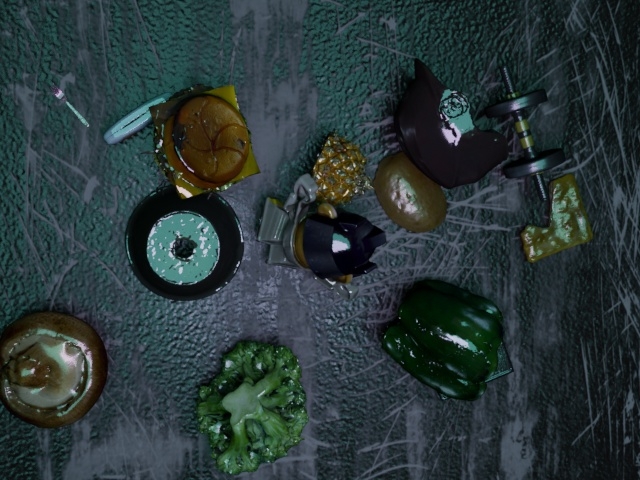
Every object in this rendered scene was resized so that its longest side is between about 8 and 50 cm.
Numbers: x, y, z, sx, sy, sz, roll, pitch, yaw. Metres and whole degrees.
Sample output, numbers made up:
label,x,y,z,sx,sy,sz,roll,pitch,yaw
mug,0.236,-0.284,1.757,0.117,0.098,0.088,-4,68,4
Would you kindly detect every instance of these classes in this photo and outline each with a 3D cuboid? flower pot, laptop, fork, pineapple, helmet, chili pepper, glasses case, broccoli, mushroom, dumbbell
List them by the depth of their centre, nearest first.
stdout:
label,x,y,z,sx,sy,sz,roll,pitch,yaw
mushroom,-0.578,0.272,1.731,0.253,0.153,0.253,-1,95,-6
flower pot,-0.294,0.012,1.750,0.268,0.166,0.269,-1,97,-9
glasses case,-0.394,-0.266,1.759,0.178,0.067,0.045,-34,99,-5
fork,-0.546,-0.293,1.764,0.016,0.012,0.115,-42,104,1
broccoli,-0.152,0.365,1.768,0.265,0.245,0.295,17,67,9
pineapple,0.058,-0.141,1.779,0.136,0.161,0.176,20,48,9
helmet,0.261,-0.239,1.791,0.305,0.225,0.177,42,98,-4
chili pepper,0.279,0.217,1.818,0.256,0.248,0.233,26,100,5
dumbbell,0.469,-0.245,1.855,0.143,0.143,0.326,-20,97,-7
laptop,0.358,0.291,1.946,0.197,0.016,0.135,-22,96,-7

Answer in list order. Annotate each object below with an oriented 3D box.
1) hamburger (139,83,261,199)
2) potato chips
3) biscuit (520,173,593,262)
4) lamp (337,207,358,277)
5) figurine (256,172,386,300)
label,x,y,z,sx,sy,sz,roll,pitch,yaw
hamburger,-0.262,-0.205,1.722,0.261,0.138,0.243,-20,98,-36
potato chips,0.212,-0.112,1.876,0.150,0.049,0.202,-28,92,-11
biscuit,0.553,-0.049,1.937,0.183,0.039,0.174,-24,99,-7
lamp,0.055,0.004,1.848,0.090,0.091,0.163,-10,82,-8
figurine,0.000,0.004,1.721,0.308,0.308,0.143,38,67,-10
